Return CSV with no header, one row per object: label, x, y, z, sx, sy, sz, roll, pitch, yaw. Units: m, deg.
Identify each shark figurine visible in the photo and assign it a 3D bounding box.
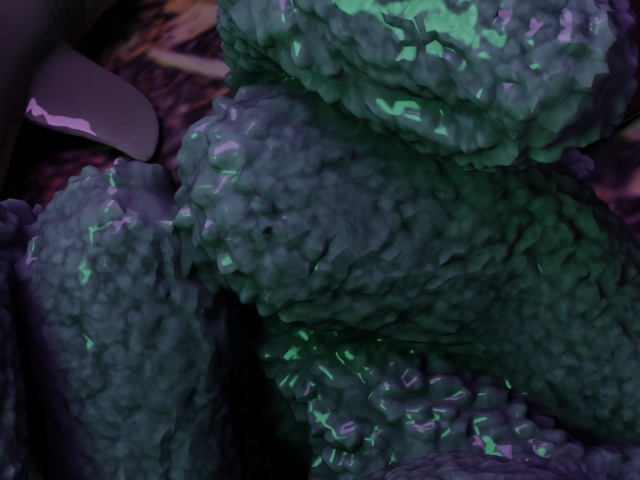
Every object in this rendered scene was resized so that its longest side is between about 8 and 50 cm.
shark figurine,-0.123,-0.046,0.629,0.166,0.116,0.278,-24,38,8

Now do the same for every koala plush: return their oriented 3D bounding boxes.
koala plush,0.030,0.072,0.390,0.196,0.203,0.221,-36,60,5

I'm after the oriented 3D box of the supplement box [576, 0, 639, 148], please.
supplement box,0.023,-0.096,0.616,0.104,0.081,0.188,-31,40,-2
